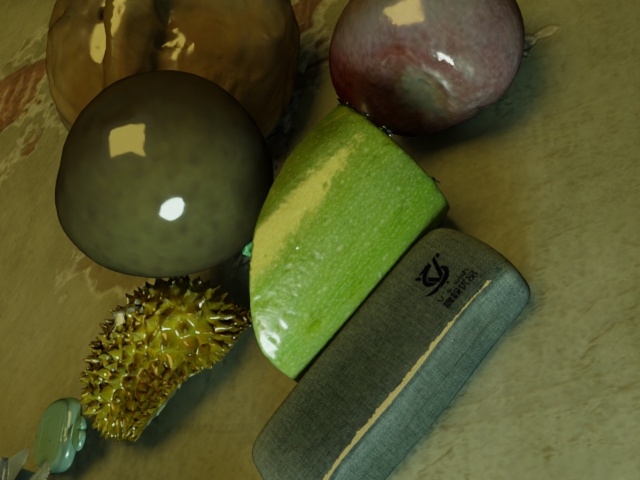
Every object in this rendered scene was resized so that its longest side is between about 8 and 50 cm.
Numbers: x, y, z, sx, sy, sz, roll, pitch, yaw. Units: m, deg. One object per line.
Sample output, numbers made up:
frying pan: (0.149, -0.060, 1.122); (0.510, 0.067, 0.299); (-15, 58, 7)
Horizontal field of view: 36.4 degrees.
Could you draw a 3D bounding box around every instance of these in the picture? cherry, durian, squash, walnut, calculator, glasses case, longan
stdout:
cherry: (0.124, -0.246, 1.152); (0.239, 0.206, 0.239); (-32, 44, 36)
durian: (-0.218, 0.135, 1.194); (0.249, 0.138, 0.183); (-49, 47, 5)
squash: (0.000, 0.000, 1.064); (0.260, 0.189, 0.189); (-49, 38, -3)
walnut: (-0.204, -0.264, 1.381); (0.384, 0.383, 0.383); (-24, 43, 25)
calculator: (-0.334, 0.249, 1.245); (0.153, 0.021, 0.095); (-21, 59, 55)
glasses case: (0.068, 0.134, 0.974); (0.323, 0.074, 0.131); (-50, 40, -5)
longan: (-0.181, -0.071, 1.142); (0.258, 0.258, 0.258); (-24, 43, 25)

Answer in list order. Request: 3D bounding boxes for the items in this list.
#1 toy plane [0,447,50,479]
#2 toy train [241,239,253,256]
toy plane: (-0.428, 0.392, 1.184); (0.212, 0.088, 0.267); (-21, 45, 34)
toy train: (-0.021, -0.029, 1.183); (0.099, 0.081, 0.149); (33, 98, 53)
